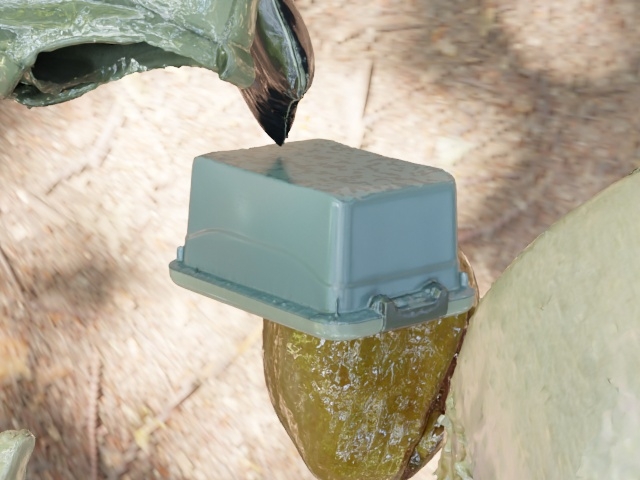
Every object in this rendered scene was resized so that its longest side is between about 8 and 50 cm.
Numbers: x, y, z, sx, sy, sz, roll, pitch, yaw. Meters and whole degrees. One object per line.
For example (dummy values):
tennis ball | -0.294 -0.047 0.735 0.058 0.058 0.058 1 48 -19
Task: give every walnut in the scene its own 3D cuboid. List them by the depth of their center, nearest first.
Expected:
walnut | 0.038 0.106 1.758 0.203 0.203 0.297 6 121 -15

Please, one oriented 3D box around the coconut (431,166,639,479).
coconut | 0.143 0.086 0.519 0.224 0.234 0.224 2 129 3

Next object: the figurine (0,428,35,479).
figurine | -0.234 0.164 1.328 0.051 0.047 0.083 19 87 7

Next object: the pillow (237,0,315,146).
pillow | -0.045 -0.153 1.445 0.055 0.208 0.141 -19 85 -9

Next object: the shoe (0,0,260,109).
shoe | -0.152 -0.111 0.942 0.275 0.103 0.098 -5 77 19

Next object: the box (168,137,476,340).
box | 0.000 0.000 1.512 0.162 0.227 0.130 -11 108 -39
